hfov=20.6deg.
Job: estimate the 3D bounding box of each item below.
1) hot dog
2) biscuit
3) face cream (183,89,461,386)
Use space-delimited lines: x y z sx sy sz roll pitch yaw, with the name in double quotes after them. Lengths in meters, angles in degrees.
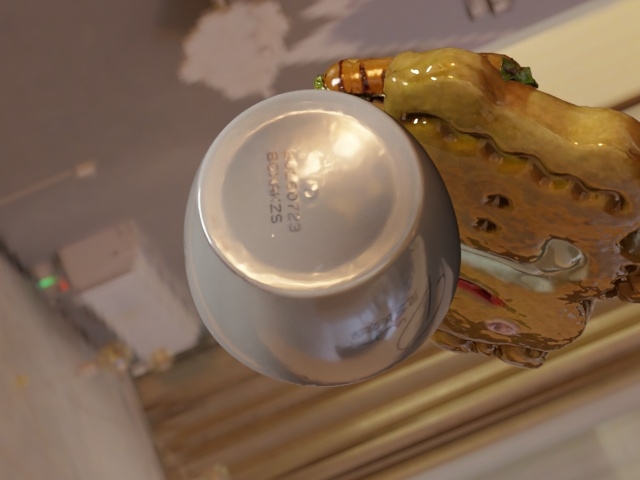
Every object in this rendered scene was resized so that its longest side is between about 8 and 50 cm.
0.057 -0.078 0.955 0.037 0.122 0.049 -85 -11 -52 "hot dog"
0.076 -0.004 0.855 0.249 0.184 0.035 115 179 -64 "biscuit"
0.000 0.000 0.734 0.104 0.117 0.117 78 171 -68 "face cream"
